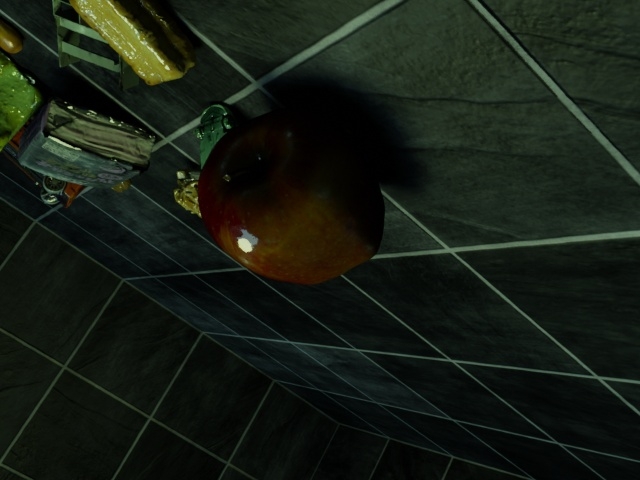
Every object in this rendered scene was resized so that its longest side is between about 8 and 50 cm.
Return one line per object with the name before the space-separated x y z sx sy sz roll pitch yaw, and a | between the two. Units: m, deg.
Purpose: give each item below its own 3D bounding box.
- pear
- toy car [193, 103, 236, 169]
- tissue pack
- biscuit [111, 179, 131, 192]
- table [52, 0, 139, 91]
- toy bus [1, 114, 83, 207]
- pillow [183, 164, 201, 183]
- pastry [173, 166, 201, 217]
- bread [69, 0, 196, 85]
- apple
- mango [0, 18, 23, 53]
pear | -0.831 -0.332 1.727 0.238 0.255 0.164 44 158 -23
toy car | -0.186 -0.167 1.366 0.093 0.186 0.058 -12 169 36
tissue pack | -0.580 -0.222 1.749 0.259 0.122 0.361 18 168 -28
biscuit | -0.629 -0.209 2.058 0.184 0.035 0.249 31 160 -5
table | -0.398 -0.374 1.277 0.146 0.062 0.175 24 127 17
toy bus | -0.787 -0.247 1.973 0.329 0.153 0.143 43 156 -9
pillow | -0.145 -0.134 1.446 0.255 0.169 0.059 14 115 39
pastry | -0.229 -0.088 1.689 0.250 0.102 0.154 24 158 23
bread | -0.300 -0.348 1.170 0.114 0.083 0.211 -4 141 36
apple | -0.041 -0.073 1.208 0.288 0.288 0.317 11 165 42
mango | -0.681 -0.445 1.547 0.060 0.046 0.089 0 132 51
